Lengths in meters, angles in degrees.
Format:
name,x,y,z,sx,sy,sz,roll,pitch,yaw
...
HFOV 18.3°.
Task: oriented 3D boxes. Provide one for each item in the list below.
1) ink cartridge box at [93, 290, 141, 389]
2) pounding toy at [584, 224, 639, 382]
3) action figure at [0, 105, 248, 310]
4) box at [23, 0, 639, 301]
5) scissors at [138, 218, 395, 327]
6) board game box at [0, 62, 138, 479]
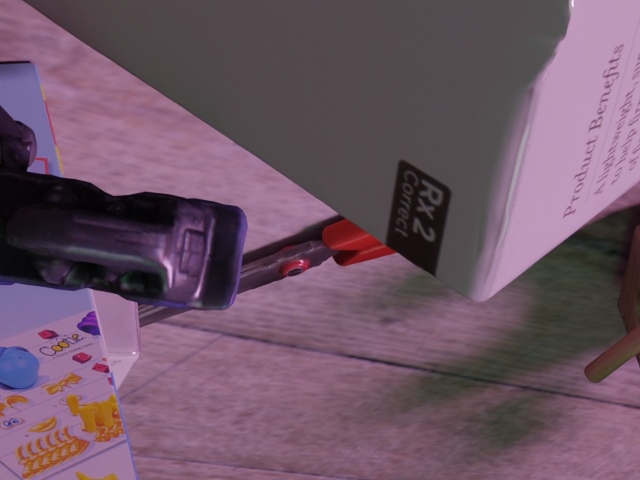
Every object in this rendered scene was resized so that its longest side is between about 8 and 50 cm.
name,x,y,z,sx,sy,sz,roll,pitch,yaw
ink cartridge box,-0.248,0.093,1.078,0.239,0.060,0.275,3,151,-21
pounding toy,0.229,0.021,1.171,0.181,0.094,0.206,-15,156,-4
action figure,-0.179,-0.091,0.528,0.341,0.178,0.330,10,169,10
box,0.020,-0.117,0.478,0.119,0.182,0.181,-35,148,-37
scissors,0.000,0.000,1.083,0.297,0.021,0.109,-13,158,-4
board game box,-0.172,0.081,0.830,0.144,0.275,0.142,-5,154,-24
